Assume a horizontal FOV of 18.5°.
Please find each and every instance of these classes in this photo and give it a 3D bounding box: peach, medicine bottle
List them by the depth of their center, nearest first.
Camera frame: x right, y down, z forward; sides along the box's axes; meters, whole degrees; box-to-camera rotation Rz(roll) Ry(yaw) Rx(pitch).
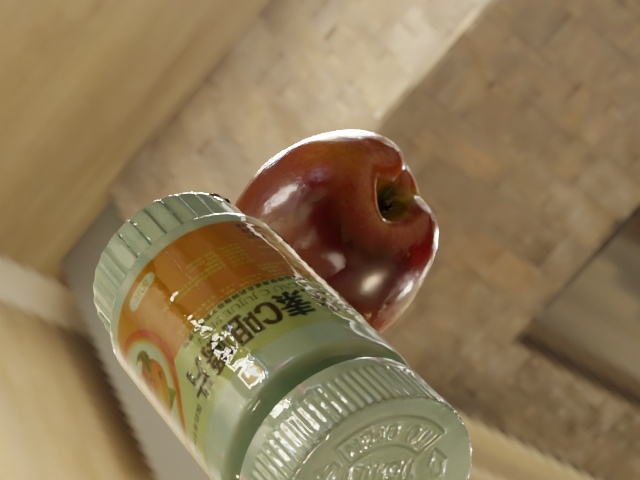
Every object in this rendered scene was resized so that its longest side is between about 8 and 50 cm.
[{"bbox_3d":[-0.040,0.095,1.407,0.158,0.158,0.318,28,-170,-40],"label":"medicine bottle"},{"bbox_3d":[0.000,0.000,2.015,0.199,0.243,0.243,28,-159,-38],"label":"peach"}]
